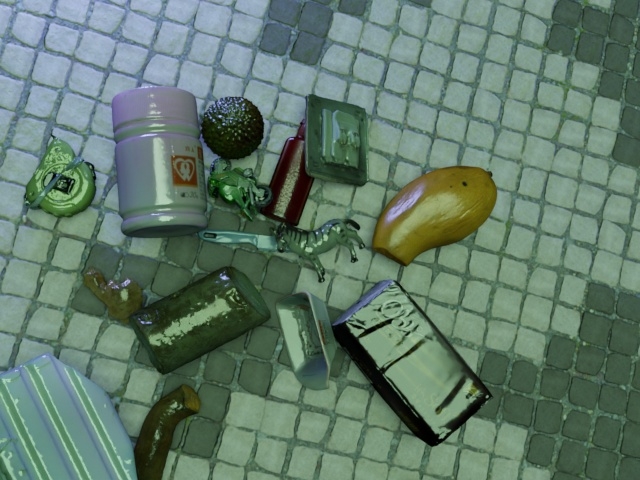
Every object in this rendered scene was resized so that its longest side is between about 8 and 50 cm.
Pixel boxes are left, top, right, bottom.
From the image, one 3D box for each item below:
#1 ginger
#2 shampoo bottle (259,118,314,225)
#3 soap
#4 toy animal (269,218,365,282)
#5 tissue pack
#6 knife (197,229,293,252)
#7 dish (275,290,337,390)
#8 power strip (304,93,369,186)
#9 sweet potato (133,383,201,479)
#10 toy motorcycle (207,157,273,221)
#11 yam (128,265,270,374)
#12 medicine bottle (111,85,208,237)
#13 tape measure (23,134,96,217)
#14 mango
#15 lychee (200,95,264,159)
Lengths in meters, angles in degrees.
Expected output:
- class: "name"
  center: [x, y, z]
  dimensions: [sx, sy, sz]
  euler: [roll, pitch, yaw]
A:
- class: "ginger"
  center: [-0.474, 0.115, 1.829]
  dimensions: [0.165, 0.067, 0.096]
  euler: [44, 99, -2]
- class: "shampoo bottle"
  center: [-0.060, -0.171, 1.947]
  dimensions: [0.102, 0.064, 0.260]
  euler: [21, 78, -8]
- class: "soap"
  center: [-0.544, 0.470, 1.682]
  dimensions: [0.261, 0.156, 0.446]
  euler: [-25, 79, -33]
- class: "toy animal"
  center: [-0.003, 0.000, 1.913]
  dimensions: [0.216, 0.073, 0.176]
  euler: [-31, 105, -14]
- class: "tissue pack"
  center: [0.198, 0.279, 1.861]
  dimensions: [0.198, 0.210, 0.370]
  euler: [-40, 91, -5]
- class: "knife"
  center: [-0.145, 0.004, 1.931]
  dimensions: [0.312, 0.019, 0.045]
  euler: [5, 89, -10]
- class: "dish"
  center: [-0.019, 0.236, 1.867]
  dimensions: [0.064, 0.154, 0.234]
  euler: [-11, 83, -37]
- class: "power strip"
  center: [0.052, -0.249, 1.940]
  dimensions: [0.198, 0.064, 0.213]
  euler: [5, 79, -38]
- class: "sweet potato"
  center: [-0.361, 0.463, 1.791]
  dimensions: [0.112, 0.085, 0.286]
  euler: [21, 79, -11]
- class: "toy motorcycle"
  center: [-0.206, -0.126, 1.898]
  dimensions: [0.190, 0.074, 0.106]
  euler: [35, 71, 20]
- class: "yam"
  center: [-0.274, 0.176, 1.812]
  dimensions: [0.304, 0.168, 0.168]
  euler: [-28, 87, -11]
- class: "medicine bottle"
  center: [-0.370, -0.175, 1.821]
  dimensions: [0.202, 0.202, 0.316]
  euler: [-4, 83, -11]
- class: "tape measure"
  center: [-0.599, -0.132, 1.833]
  dimensions: [0.154, 0.087, 0.178]
  euler: [28, 80, -6]
- class: "mango"
  center: [0.279, -0.071, 1.954]
  dimensions: [0.359, 0.144, 0.187]
  euler: [-25, 84, -10]
- class: "lychee"
  center: [-0.208, -0.269, 1.883]
  dimensions: [0.171, 0.171, 0.171]
  euler: [1, 82, -10]
